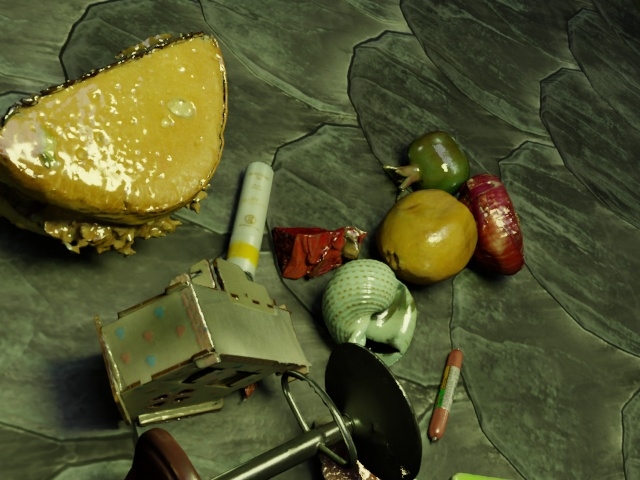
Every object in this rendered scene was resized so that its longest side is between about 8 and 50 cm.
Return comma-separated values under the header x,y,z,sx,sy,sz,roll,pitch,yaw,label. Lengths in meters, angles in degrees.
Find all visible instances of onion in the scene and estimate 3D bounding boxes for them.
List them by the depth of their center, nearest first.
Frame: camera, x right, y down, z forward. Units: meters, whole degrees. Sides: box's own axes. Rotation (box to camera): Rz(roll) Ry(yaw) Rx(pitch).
x,y,z,sx,sy,sz,roll,pitch,yaw,label
0.344,-0.025,1.649,0.230,0.163,0.230,-19,90,-76,onion

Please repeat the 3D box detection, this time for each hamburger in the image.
x,y,z,sx,sy,sz,roll,pitch,yaw,label
-0.322,-0.124,1.210,0.445,0.268,0.287,-38,105,-42,hamburger

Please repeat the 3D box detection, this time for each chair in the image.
x,y,z,sx,sy,sz,roll,pitch,yaw,label
-0.083,0.310,1.027,0.401,0.226,0.226,-20,70,-30,chair

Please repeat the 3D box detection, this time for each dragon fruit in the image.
x,y,z,sx,sy,sz,roll,pitch,yaw,label
0.001,0.020,1.467,0.192,0.122,0.092,-7,102,-40,dragon fruit

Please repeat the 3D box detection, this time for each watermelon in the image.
x,y,z,sx,sy,sz,roll,pitch,yaw,label
0.063,0.381,1.221,0.154,0.094,0.241,-24,71,-32,watermelon

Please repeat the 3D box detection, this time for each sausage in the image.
x,y,z,sx,sy,sz,roll,pitch,yaw,label
0.236,0.283,1.432,0.029,0.029,0.223,34,46,-7,sausage

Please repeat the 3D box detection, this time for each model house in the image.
x,y,z,sx,sy,sz,roll,pitch,yaw,label
-0.197,0.159,1.129,0.326,0.244,0.169,26,37,-63,model house

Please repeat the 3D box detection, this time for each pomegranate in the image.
x,y,z,sx,sy,sz,roll,pitch,yaw,label
0.233,-0.154,1.702,0.191,0.131,0.152,-26,79,-19,pomegranate

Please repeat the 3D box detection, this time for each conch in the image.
x,y,z,sx,sy,sz,roll,pitch,yaw,label
0.071,0.132,1.371,0.172,0.131,0.200,42,68,-36,conch

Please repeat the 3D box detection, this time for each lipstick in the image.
x,y,z,sx,sy,sz,roll,pitch,yaw,label
-0.130,-0.034,1.409,0.059,0.059,0.264,23,47,-18,lipstick

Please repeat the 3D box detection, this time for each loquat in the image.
x,y,z,sx,sy,sz,roll,pitch,yaw,label
0.214,-0.007,1.530,0.187,0.176,0.234,41,49,12,loquat

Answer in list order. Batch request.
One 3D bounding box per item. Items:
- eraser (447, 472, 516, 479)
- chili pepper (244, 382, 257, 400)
x,y,z,sx,sy,sz,roll,pitch,yaw,label
0.294,0.531,1.246,0.210,0.092,0.274,14,50,-25,eraser
-0.105,0.192,1.278,0.045,0.027,0.178,20,48,-14,chili pepper
